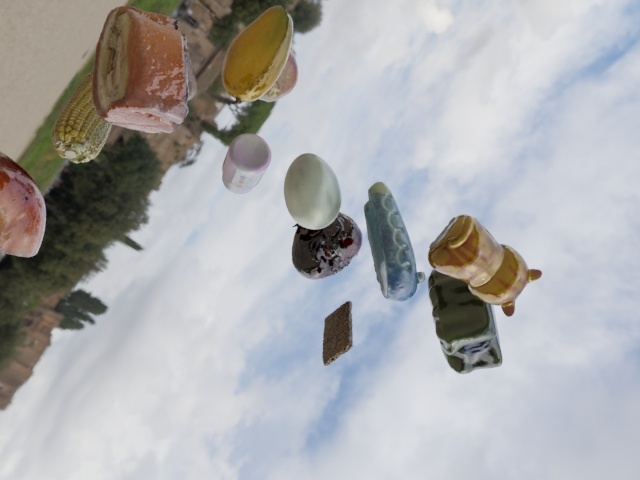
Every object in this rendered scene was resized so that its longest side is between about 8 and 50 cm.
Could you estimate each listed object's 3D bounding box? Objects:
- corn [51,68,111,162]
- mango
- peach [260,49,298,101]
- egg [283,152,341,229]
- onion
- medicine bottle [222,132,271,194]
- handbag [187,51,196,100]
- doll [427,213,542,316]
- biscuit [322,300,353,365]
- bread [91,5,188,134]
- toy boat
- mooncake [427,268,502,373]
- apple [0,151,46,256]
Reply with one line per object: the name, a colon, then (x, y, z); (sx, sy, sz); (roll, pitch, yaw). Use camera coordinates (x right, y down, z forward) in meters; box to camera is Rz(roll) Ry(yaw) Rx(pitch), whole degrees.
corn: (-0.664, -0.366, 1.774); (0.144, 0.144, 0.387); (-39, -146, 31)
mango: (-0.175, -0.517, 1.723); (0.176, 0.119, 0.317); (29, -94, 30)
peach: (-0.176, -0.597, 2.147); (0.232, 0.232, 0.233); (-41, -153, 27)
egg: (-0.022, -0.129, 1.621); (0.151, 0.209, 0.151); (-8, -154, 4)
onion: (0.012, 0.017, 2.202); (0.281, 0.281, 0.221); (-59, -178, -10)
medicine bottle: (-0.266, -0.262, 2.166); (0.152, 0.152, 0.254); (-63, -172, -20)
handbag: (-0.365, -0.356, 1.300); (0.193, 0.151, 0.072); (-8, -145, -4)
doll: (0.395, 0.051, 1.528); (0.167, 0.269, 0.162); (-53, -160, 17)
biscuit: (0.055, 0.300, 2.023); (0.131, 0.025, 0.231); (-42, -157, 24)
bread: (-0.337, -0.323, 1.155); (0.190, 0.123, 0.244); (-14, -106, 45)
toy boat: (0.209, 0.005, 1.717); (0.215, 0.123, 0.330); (98, -19, -70)
mooncake: (0.433, 0.219, 1.865); (0.187, 0.351, 0.351); (-12, -140, 18)
apple: (-0.682, -0.104, 1.244); (0.251, 0.293, 0.163); (31, -87, 48)
